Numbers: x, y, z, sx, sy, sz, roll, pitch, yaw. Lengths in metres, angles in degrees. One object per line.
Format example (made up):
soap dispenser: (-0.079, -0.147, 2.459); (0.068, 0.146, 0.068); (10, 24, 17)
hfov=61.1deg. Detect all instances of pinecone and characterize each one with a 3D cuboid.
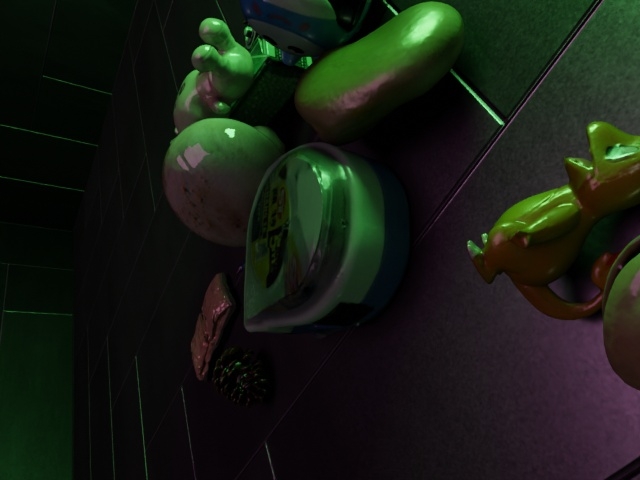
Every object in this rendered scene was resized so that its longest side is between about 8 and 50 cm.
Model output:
pinecone: (-0.142, 0.248, 0.968); (0.109, 0.102, 0.102); (55, 128, 36)

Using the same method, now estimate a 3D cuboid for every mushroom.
mushroom: (-0.150, -0.118, 0.968); (0.243, 0.243, 0.244); (-21, 64, 55)

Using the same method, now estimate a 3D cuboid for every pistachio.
pistachio: (0.257, 0.043, 0.375); (0.113, 0.113, 0.149); (-123, 35, -47)

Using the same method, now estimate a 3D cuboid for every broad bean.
broad bean: (0.065, -0.215, 0.704); (0.263, 0.121, 0.189); (-25, 27, 51)

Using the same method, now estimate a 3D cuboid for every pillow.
pillow: (-0.244, 0.190, 1.194); (0.233, 0.043, 0.126); (-67, 29, 26)

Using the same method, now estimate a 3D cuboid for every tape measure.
tape measure: (-0.002, 0.000, 0.762); (0.262, 0.138, 0.260); (-20, 67, 55)

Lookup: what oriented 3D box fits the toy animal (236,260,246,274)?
toy animal: (-0.092, 0.037, 0.988); (0.217, 0.041, 0.075); (-32, 50, 46)

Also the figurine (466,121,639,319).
figurine: (0.224, -0.009, 0.460); (0.122, 0.121, 0.176); (49, 118, 17)

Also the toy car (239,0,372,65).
toy car: (-0.019, -0.362, 0.813); (0.190, 0.188, 0.255); (109, -179, -45)

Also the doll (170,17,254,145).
doll: (-0.199, -0.260, 0.989); (0.275, 0.113, 0.155); (130, 146, -50)

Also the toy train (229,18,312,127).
toy train: (-0.115, -0.324, 1.057); (0.269, 0.115, 0.155); (-37, 61, 49)
